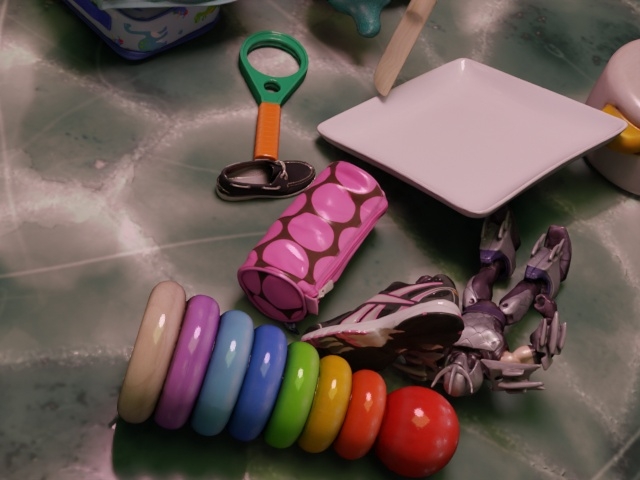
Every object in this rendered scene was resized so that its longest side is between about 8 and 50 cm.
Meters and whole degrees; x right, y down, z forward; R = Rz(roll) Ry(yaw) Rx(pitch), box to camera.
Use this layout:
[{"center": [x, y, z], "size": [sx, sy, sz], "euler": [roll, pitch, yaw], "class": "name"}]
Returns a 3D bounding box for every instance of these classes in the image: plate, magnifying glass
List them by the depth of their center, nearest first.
[{"center": [0.184, -0.126, 1.260], "size": [0.278, 0.045, 0.277], "euler": [-29, 43, -31], "class": "plate"}, {"center": [-0.063, -0.185, 1.304], "size": [0.092, 0.026, 0.231], "euler": [8, 50, -8], "class": "magnifying glass"}]

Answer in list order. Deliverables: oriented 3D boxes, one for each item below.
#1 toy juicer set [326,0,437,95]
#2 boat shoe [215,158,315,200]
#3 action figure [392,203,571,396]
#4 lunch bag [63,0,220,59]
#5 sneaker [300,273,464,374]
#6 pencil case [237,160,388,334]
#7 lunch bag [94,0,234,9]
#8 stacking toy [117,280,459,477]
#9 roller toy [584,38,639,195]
[{"center": [0.070, -0.378, 1.302], "size": [0.329, 0.209, 0.089], "euler": [55, 32, 8], "class": "toy juicer set"}, {"center": [-0.062, -0.077, 1.206], "size": [0.125, 0.038, 0.046], "euler": [-7, 62, -19], "class": "boat shoe"}, {"center": [0.183, 0.072, 1.109], "size": [0.185, 0.099, 0.285], "euler": [15, 40, 21], "class": "action figure"}, {"center": [-0.250, -0.342, 1.333], "size": [0.219, 0.090, 0.176], "euler": [42, 54, 17], "class": "lunch bag"}, {"center": [0.068, 0.084, 1.060], "size": [0.178, 0.072, 0.077], "euler": [-13, 38, 23], "class": "sneaker"}, {"center": [0.000, 0.000, 1.133], "size": [0.098, 0.095, 0.209], "euler": [7, 44, 32], "class": "pencil case"}, {"center": [-0.184, -0.403, 1.244], "size": [0.262, 0.160, 0.223], "euler": [-14, 57, -34], "class": "lunch bag"}, {"center": [-0.021, 0.147, 0.994], "size": [0.330, 0.141, 0.141], "euler": [16, 51, -8], "class": "stacking toy"}, {"center": [0.445, -0.166, 1.337], "size": [0.209, 0.146, 0.191], "euler": [9, 51, -6], "class": "roller toy"}]
